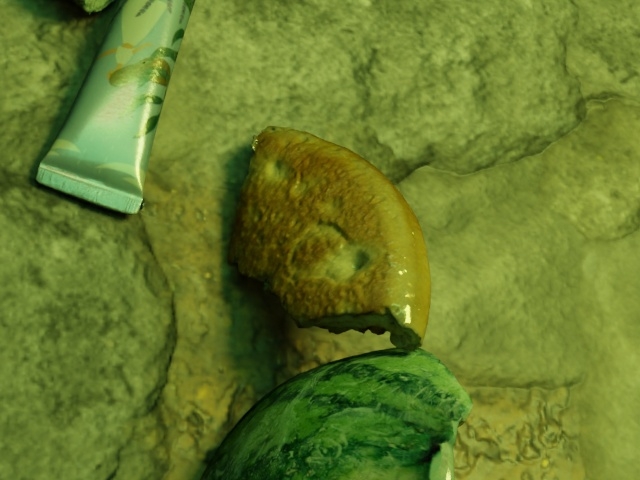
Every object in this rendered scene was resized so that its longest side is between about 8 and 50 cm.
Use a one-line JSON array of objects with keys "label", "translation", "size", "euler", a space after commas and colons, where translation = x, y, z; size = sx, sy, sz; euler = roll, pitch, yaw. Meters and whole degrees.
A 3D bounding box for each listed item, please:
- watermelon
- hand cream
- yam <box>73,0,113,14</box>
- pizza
[{"label": "watermelon", "translation": [0.018, 0.192, 1.101], "size": [0.180, 0.224, 0.305], "euler": [45, 38, -47]}, {"label": "hand cream", "translation": [-0.153, -0.139, 1.283], "size": [0.088, 0.055, 0.256], "euler": [20, 63, -7]}, {"label": "yam", "translation": [-0.228, -0.290, 1.305], "size": [0.194, 0.107, 0.107], "euler": [46, 57, 10]}, {"label": "pizza", "translation": [0.006, -0.002, 1.203], "size": [0.134, 0.056, 0.271], "euler": [-47, 45, -3]}]
